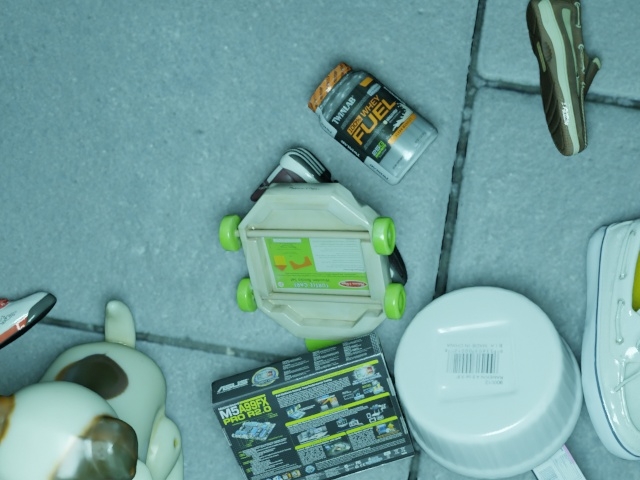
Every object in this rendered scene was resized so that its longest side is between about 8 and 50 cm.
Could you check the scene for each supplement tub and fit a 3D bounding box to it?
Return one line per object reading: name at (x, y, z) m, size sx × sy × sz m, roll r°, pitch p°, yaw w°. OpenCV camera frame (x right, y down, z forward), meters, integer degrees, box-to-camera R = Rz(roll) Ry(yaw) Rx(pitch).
supplement tub at (0.080, -0.186, 1.585) m, size 0.190 × 0.117 × 0.117 m, roll 39°, pitch 91°, yaw 3°

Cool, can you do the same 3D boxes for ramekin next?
ramekin at (0.243, 0.202, 1.499) m, size 0.277 × 0.135 × 0.277 m, roll -9°, pitch 58°, yaw 15°

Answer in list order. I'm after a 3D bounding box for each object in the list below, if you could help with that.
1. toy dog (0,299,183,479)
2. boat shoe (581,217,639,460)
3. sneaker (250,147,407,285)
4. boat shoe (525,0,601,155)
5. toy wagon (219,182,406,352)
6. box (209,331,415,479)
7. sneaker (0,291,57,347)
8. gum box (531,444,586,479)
toy dog at (-0.337, 0.297, 1.454) m, size 0.285 × 0.408 × 0.395 m, roll 21°, pitch 90°, yaw 3°
boat shoe at (0.490, 0.137, 1.489) m, size 0.136 × 0.156 × 0.367 m, roll 16°, pitch 68°, yaw -27°
sneaker at (0.000, 0.000, 1.609) m, size 0.162 × 0.106 × 0.281 m, roll -41°, pitch 89°, yaw 19°
boat shoe at (0.398, -0.264, 1.583) m, size 0.095 × 0.095 × 0.257 m, roll -10°, pitch 88°, yaw -3°
toy wagon at (-0.003, 0.070, 1.556) m, size 0.267 × 0.068 × 0.344 m, roll 2°, pitch 124°, yaw 21°
box at (-0.009, 0.277, 1.559) m, size 0.270 × 0.060 × 0.216 m, roll -18°, pitch 119°, yaw 3°
sneaker at (-0.572, 0.125, 1.629) m, size 0.270 × 0.090 × 0.145 m, roll -35°, pitch 90°, yaw 5°
gum box at (0.357, 0.344, 1.563) m, size 0.062 × 0.107 × 0.188 m, roll -31°, pitch 87°, yaw 2°
